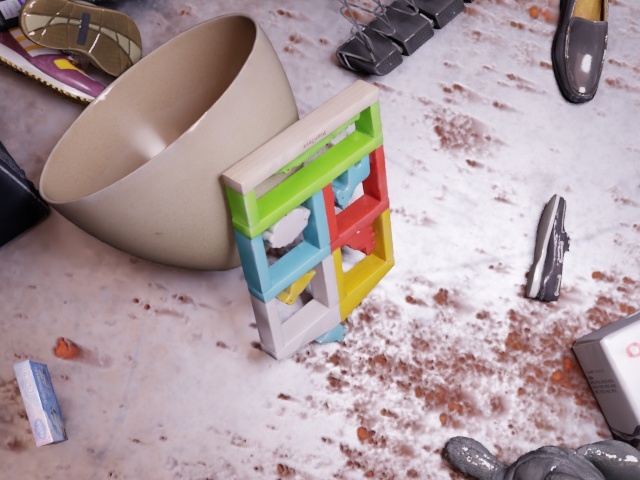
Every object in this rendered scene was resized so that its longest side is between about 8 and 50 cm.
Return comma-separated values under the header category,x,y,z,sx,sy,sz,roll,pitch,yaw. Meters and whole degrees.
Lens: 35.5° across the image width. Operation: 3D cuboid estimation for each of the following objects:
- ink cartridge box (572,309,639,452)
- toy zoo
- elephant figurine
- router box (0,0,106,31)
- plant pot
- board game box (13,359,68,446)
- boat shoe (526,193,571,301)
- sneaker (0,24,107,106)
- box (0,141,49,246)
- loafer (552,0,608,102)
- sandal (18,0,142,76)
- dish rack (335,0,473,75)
category,x,y,z,sx,sy,sz,roll,pitch,yaw
ink cartridge box,0.434,0.193,1.101,0.197,0.114,0.272,-24,81,-6
toy zoo,0.000,0.000,1.054,0.030,0.293,0.192,30,55,35
elephant figurine,0.272,0.284,1.050,0.186,0.169,0.239,-30,87,-1
router box,-0.342,-0.403,1.155,0.243,0.081,0.308,-18,70,-6
plant pot,-0.126,-0.078,1.068,0.284,0.284,0.191,-45,120,-9
board game box,-0.302,0.177,1.083,0.020,0.090,0.090,-18,82,-6
boat shoe,0.271,0.009,1.160,0.038,0.046,0.125,13,83,0
sneaker,-0.318,-0.225,1.161,0.186,0.069,0.083,29,85,1
box,-0.632,-0.105,1.018,0.480,0.297,0.471,-36,82,-8
loafer,0.315,-0.251,1.198,0.062,0.061,0.170,1,81,-3
sandal,-0.271,-0.235,1.126,0.049,0.180,0.072,20,97,36
dish rack,0.079,-0.327,1.101,0.208,0.271,0.074,-42,48,-9
